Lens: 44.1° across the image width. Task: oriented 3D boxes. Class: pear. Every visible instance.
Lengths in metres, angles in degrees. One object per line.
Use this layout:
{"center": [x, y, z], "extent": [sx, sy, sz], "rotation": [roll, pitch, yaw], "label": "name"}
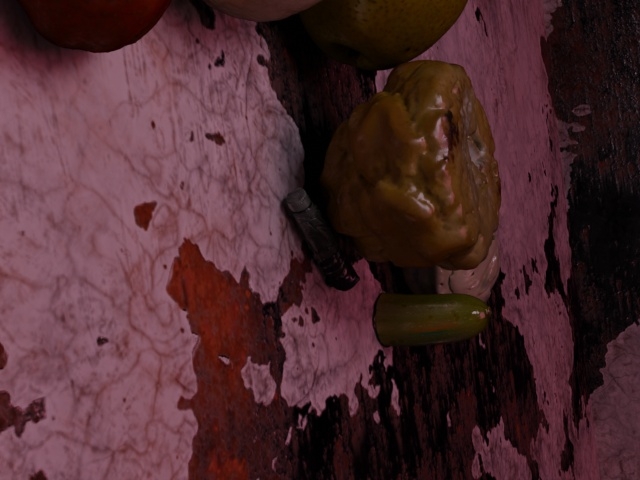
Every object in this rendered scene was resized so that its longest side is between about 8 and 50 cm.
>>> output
{"center": [0.084, -0.387, 1.138], "extent": [0.294, 0.294, 0.295], "rotation": [18, 69, -59], "label": "pear"}

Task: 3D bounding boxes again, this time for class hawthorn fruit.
{"center": [-0.188, -0.253, 0.705], "extent": [0.157, 0.193, 0.157], "rotation": [12, 74, -48], "label": "hawthorn fruit"}

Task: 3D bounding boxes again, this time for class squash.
{"center": [0.190, 0.132, 1.312], "extent": [0.095, 0.187, 0.095], "rotation": [13, 75, -61], "label": "squash"}

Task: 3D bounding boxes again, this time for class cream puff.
{"center": [0.111, -0.095, 1.139], "extent": [0.291, 0.257, 0.324], "rotation": [61, 34, -30], "label": "cream puff"}

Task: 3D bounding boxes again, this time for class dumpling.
{"center": [0.217, 0.005, 1.458], "extent": [0.243, 0.187, 0.318], "rotation": [-124, -167, -54], "label": "dumpling"}

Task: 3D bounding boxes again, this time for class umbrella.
{"center": [0.000, 0.000, 1.147], "extent": [0.188, 0.046, 0.050], "rotation": [58, 9, -36], "label": "umbrella"}

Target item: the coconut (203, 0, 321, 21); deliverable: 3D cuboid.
{"center": [-0.048, -0.419, 0.906], "extent": [0.328, 0.328, 0.329], "rotation": [18, 69, -59], "label": "coconut"}
